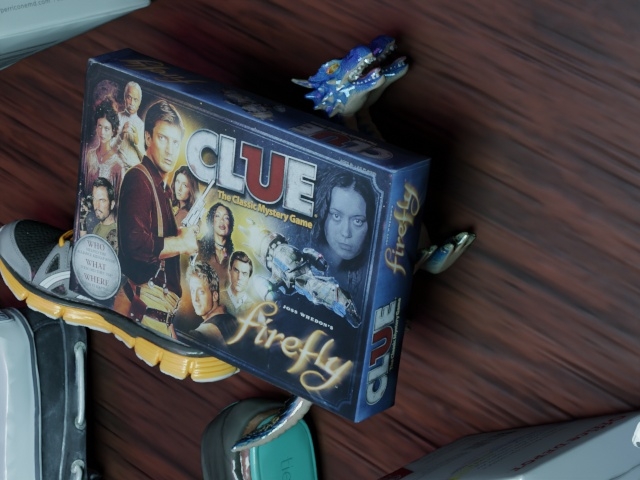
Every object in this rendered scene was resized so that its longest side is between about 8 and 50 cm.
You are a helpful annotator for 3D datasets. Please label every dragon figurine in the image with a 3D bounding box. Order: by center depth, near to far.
[{"bbox_3d":[0.000,0.000,1.265,0.144,0.085,0.289,48,128,19],"label":"dragon figurine"}]

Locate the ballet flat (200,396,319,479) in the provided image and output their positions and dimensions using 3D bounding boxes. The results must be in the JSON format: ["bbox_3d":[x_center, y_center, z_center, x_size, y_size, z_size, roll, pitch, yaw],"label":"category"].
[{"bbox_3d":[-0.035,0.248,1.381,0.096,0.095,0.280,-4,91,51],"label":"ballet flat"}]

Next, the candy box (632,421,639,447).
[{"bbox_3d":[0.271,0.063,0.923,0.196,0.070,0.164,28,113,22],"label":"candy box"}]

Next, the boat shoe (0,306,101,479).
[{"bbox_3d":[-0.216,0.197,1.498,0.108,0.102,0.301,8,102,53],"label":"boat shoe"}]

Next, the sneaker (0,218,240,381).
[{"bbox_3d":[-0.139,0.023,1.400,0.215,0.084,0.083,23,116,23],"label":"sneaker"}]

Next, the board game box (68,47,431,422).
[{"bbox_3d":[-0.051,-0.008,1.218,0.243,0.042,0.165,22,115,33],"label":"board game box"}]

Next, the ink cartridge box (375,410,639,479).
[{"bbox_3d":[0.122,0.187,1.178,0.176,0.128,0.127,-18,92,51],"label":"ink cartridge box"}]

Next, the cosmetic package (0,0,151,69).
[{"bbox_3d":[-0.288,-0.306,1.364,0.217,0.156,0.385,-17,93,44],"label":"cosmetic package"}]
